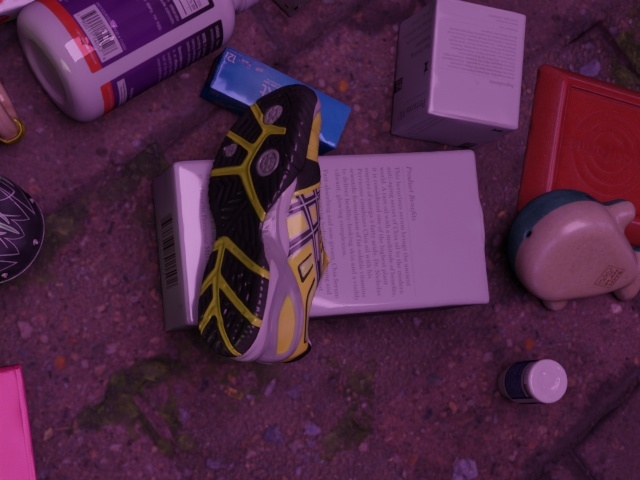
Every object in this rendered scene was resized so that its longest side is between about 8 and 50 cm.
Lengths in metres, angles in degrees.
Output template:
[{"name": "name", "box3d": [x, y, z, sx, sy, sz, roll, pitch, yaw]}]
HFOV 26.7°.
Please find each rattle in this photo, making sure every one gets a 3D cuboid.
[{"name": "rattle", "box3d": [-0.496, -0.204, 1.822, 0.142, 0.130, 0.200, -20, 123, 14]}]

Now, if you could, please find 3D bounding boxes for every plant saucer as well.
[{"name": "plant saucer", "box3d": [0.460, -0.138, 2.186, 0.258, 0.047, 0.259, 14, 79, -17]}]

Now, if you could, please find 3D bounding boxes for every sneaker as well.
[{"name": "sneaker", "box3d": [-0.060, -0.020, 1.791, 0.147, 0.145, 0.385, 27, 70, -46]}]

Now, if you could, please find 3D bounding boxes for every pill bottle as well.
[{"name": "pill bottle", "box3d": [0.319, 0.215, 2.049, 0.067, 0.120, 0.067, 3, 82, -19]}, {"name": "pill bottle", "box3d": [-0.249, -0.313, 1.891, 0.323, 0.181, 0.181, -33, 94, -21]}]

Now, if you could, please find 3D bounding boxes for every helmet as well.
[{"name": "helmet", "box3d": [-0.456, -0.017, 1.789, 0.169, 0.161, 0.169, 3, 82, -19]}]

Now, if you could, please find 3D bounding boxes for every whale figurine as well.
[{"name": "whale figurine", "box3d": [0.409, 0.011, 2.110, 0.272, 0.141, 0.216, 15, 119, -35]}]

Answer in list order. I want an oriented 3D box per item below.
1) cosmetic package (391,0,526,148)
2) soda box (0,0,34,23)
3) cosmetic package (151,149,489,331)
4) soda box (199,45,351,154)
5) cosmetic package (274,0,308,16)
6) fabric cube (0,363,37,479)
[{"name": "cosmetic package", "box3d": [0.209, -0.252, 2.057, 0.151, 0.151, 0.184, 9, 79, -18]}, {"name": "soda box", "box3d": [-0.497, -0.328, 1.866, 0.216, 0.069, 0.074, -21, 91, -20]}, {"name": "cosmetic package", "box3d": [0.000, 0.000, 1.945, 0.453, 0.161, 0.230, -3, 84, -19]}, {"name": "soda box", "box3d": [-0.067, -0.205, 2.000, 0.210, 0.067, 0.071, 25, 76, -14]}, {"name": "cosmetic package", "box3d": [0.044, -0.489, 2.028, 0.113, 0.160, 0.309, 47, 70, -7]}, {"name": "fabric cube", "box3d": [-0.496, 0.299, 1.685, 0.258, 0.259, 0.254, -8, 86, -18]}]
